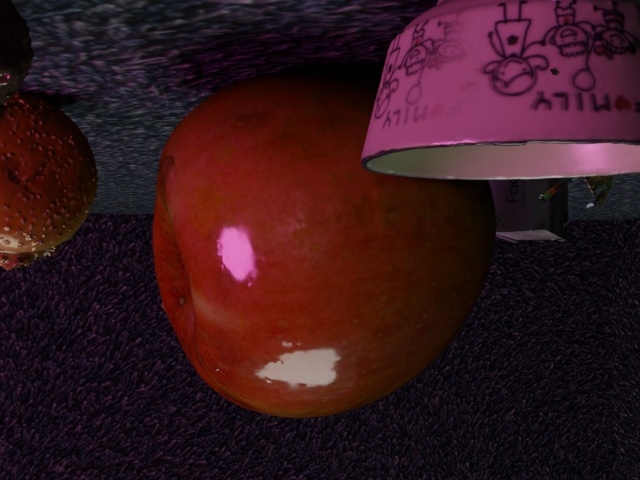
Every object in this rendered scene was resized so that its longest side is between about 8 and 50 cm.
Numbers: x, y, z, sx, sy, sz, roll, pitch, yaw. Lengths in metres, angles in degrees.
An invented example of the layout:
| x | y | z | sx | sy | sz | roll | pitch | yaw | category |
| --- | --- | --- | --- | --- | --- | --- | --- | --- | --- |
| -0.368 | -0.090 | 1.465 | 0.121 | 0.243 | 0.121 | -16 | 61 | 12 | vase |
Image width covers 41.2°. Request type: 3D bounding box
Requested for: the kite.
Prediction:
| x | y | z | sx | sy | sz | roll | pitch | yaw | category |
| --- | --- | --- | --- | --- | --- | --- | --- | --- | --- |
| 0.366 | -0.103 | 1.160 | 0.160 | 0.010 | 0.183 | -37 | 131 | 10 | kite |

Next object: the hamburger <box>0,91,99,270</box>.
| x | y | z | sx | sy | sz | roll | pitch | yaw | category |
| --- | --- | --- | --- | --- | --- | --- | --- | --- | --- |
| -0.334 | -0.063 | 0.919 | 0.182 | 0.191 | 0.118 | 10 | 170 | -37 | hamburger |

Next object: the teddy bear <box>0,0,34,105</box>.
| x | y | z | sx | sy | sz | roll | pitch | yaw | category |
| --- | --- | --- | --- | --- | --- | --- | --- | --- | --- |
| -0.281 | -0.117 | 0.536 | 0.190 | 0.140 | 0.177 | -8 | -152 | -23 | teddy bear |

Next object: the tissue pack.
| x | y | z | sx | sy | sz | roll | pitch | yaw | category |
| --- | --- | --- | --- | --- | --- | --- | --- | --- | --- |
| 0.326 | -0.077 | 1.325 | 0.092 | 0.148 | 0.246 | 0 | 176 | 24 | tissue pack |

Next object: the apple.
| x | y | z | sx | sy | sz | roll | pitch | yaw | category |
| --- | --- | --- | --- | --- | --- | --- | --- | --- | --- |
| 0.000 | 0.000 | 0.826 | 0.339 | 0.339 | 0.339 | 0 | 178 | 0 | apple |

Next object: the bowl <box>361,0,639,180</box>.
| x | y | z | sx | sy | sz | roll | pitch | yaw | category |
| --- | --- | --- | --- | --- | --- | --- | --- | --- | --- |
| 0.144 | -0.110 | 0.588 | 0.238 | 0.126 | 0.238 | -1 | 178 | 0 | bowl |
